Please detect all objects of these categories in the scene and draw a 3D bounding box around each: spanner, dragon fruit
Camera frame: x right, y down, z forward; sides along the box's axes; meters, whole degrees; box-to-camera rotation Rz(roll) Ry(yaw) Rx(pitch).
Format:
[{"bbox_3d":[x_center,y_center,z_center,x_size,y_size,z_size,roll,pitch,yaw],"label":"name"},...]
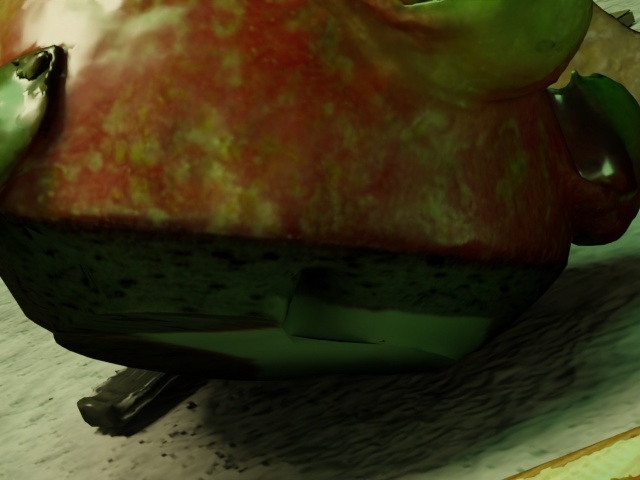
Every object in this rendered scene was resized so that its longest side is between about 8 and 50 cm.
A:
[{"bbox_3d":[0.000,0.000,0.769,0.093,0.026,0.325,-9,20,37],"label":"spanner"},{"bbox_3d":[-0.025,-0.026,0.580,0.268,0.130,0.295,10,-12,-31],"label":"dragon fruit"}]

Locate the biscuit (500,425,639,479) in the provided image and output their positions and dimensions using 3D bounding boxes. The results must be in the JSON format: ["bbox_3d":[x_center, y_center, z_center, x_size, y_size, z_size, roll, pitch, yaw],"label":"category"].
[{"bbox_3d":[0.018,0.086,0.419,0.292,0.026,0.048,-22,34,1],"label":"biscuit"}]

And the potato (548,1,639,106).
[{"bbox_3d":[0.090,-0.069,0.777,0.101,0.172,0.089,-63,-3,-3],"label":"potato"}]

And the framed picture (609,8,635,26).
[{"bbox_3d":[0.075,-0.085,0.998,0.136,0.010,0.201,-7,20,48],"label":"framed picture"}]
